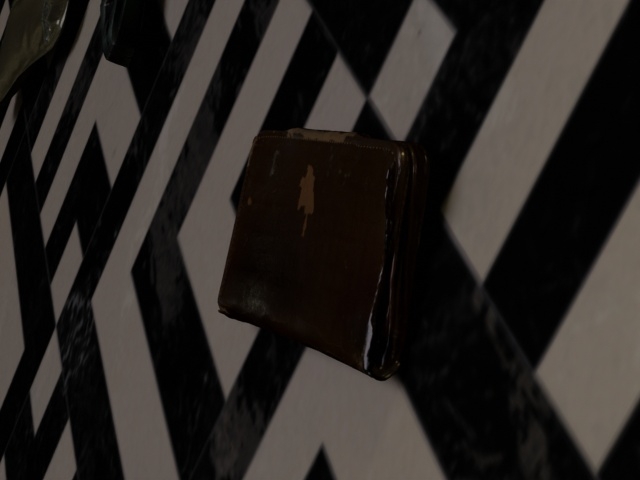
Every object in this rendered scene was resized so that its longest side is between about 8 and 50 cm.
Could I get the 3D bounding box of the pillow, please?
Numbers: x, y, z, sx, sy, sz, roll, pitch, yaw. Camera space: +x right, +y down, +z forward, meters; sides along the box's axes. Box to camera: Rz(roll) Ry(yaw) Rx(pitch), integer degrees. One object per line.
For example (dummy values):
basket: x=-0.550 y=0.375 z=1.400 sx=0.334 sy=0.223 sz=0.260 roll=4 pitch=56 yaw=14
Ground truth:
pillow: x=-0.246 y=-0.194 z=1.397 sx=0.217 sy=0.033 sz=0.130 roll=-31 pitch=48 yaw=60

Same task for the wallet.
wallet: x=0.000 y=0.000 z=0.681 sx=0.176 sy=0.026 sz=0.095 roll=-169 pitch=89 yaw=-69

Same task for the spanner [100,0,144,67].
spanner: x=-0.139 y=-0.236 z=1.160 sx=0.095 sy=0.040 sz=0.325 roll=-56 pitch=27 yaw=39
